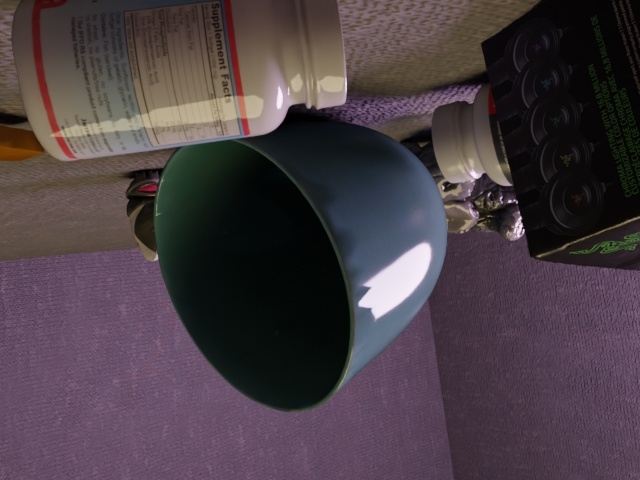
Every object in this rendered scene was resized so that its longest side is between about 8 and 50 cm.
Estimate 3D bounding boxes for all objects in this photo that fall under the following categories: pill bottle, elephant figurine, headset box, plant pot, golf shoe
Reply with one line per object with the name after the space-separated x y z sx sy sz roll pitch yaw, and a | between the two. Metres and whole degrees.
-0.070 -0.095 0.396 0.160 0.087 0.087 -8 178 -3 | pill bottle
0.181 -0.090 1.029 0.239 0.186 0.169 6 -147 -35 | elephant figurine
0.206 -0.110 0.724 0.180 0.108 0.108 -9 177 29 | pill bottle
0.260 -0.079 0.376 0.246 0.131 0.283 5 158 -39 | headset box
0.000 0.000 0.819 0.235 0.293 0.293 -26 -170 -42 | plant pot
-0.131 -0.047 1.044 0.272 0.120 0.105 -9 176 -10 | golf shoe

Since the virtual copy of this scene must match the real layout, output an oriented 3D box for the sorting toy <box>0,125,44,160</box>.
-0.360 -0.077 0.525 0.228 0.041 0.307 -13 176 18 | sorting toy
